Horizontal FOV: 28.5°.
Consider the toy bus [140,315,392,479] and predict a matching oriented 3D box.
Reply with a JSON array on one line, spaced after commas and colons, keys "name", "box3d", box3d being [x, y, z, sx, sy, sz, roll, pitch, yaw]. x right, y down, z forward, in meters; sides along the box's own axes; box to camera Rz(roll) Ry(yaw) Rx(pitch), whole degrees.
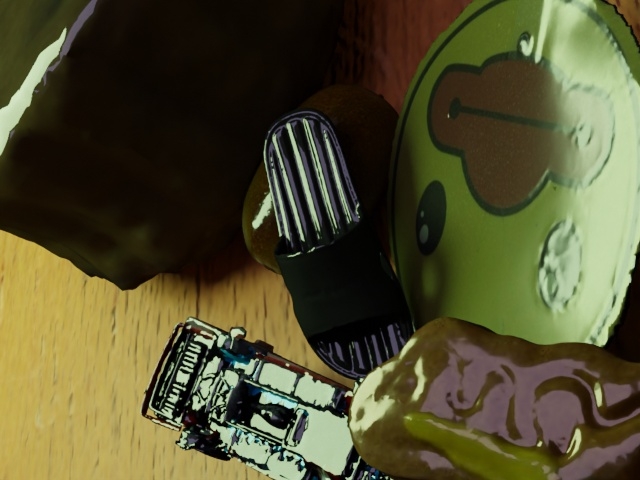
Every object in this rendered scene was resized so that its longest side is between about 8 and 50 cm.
[{"name": "toy bus", "box3d": [0.005, 0.100, 0.628, 0.235, 0.096, 0.073, 18, 80, 50]}]

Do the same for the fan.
[{"name": "fan", "box3d": [0.096, -0.066, 0.616, 0.229, 0.011, 0.335, 23, 104, 64]}]

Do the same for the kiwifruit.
[{"name": "kiwifruit", "box3d": [0.001, -0.036, 0.745, 0.124, 0.075, 0.075, -56, 38, -3]}]

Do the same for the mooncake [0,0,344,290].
[{"name": "mooncake", "box3d": [-0.129, -0.135, 0.852, 0.324, 0.187, 0.324, -33, 41, 35]}]

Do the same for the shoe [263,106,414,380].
[{"name": "shoe", "box3d": [0.000, 0.000, 0.675, 0.062, 0.053, 0.159, -21, 74, 16]}]

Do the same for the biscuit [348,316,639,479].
[{"name": "biscuit", "box3d": [0.136, 0.118, 0.451, 0.295, 0.044, 0.186, -3, 78, 29]}]
